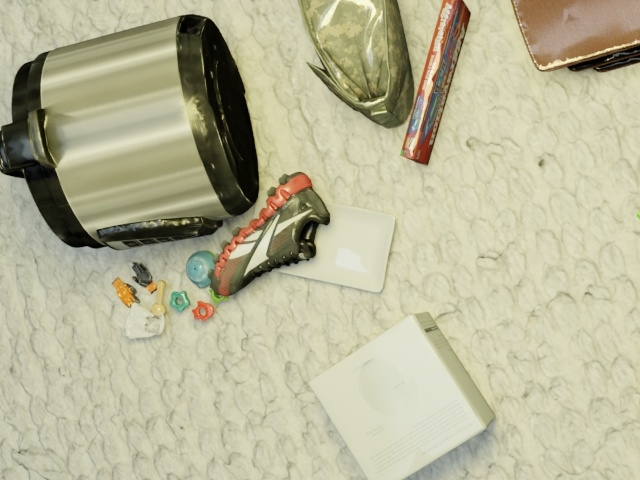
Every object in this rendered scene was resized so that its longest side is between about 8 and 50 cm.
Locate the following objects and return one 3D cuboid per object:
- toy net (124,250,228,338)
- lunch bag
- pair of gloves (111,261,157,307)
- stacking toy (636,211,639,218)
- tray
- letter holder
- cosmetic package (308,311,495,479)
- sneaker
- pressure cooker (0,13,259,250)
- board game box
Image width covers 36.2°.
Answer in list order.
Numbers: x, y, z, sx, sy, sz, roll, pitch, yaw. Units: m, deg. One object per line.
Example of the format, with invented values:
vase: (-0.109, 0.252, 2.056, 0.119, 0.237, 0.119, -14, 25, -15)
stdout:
toy net: (-0.274, 0.125, 1.883, 0.232, 0.045, 0.122, -40, 80, 15)
lunch bag: (0.065, -0.332, 1.677, 0.169, 0.235, 0.287, -16, 84, 12)
pair of gloves: (-0.367, 0.088, 1.928, 0.083, 0.010, 0.074, -41, 77, 12)
stacking toy: (0.642, -0.062, 1.563, 0.221, 0.052, 0.167, -46, 76, -2)
tray: (0.000, 0.000, 1.801, 0.270, 0.030, 0.145, 11, 92, 18)
letter holder: (0.423, -0.431, 1.609, 0.214, 0.152, 0.301, -14, 85, 19)
cosmetic package: (0.143, 0.276, 1.693, 0.224, 0.138, 0.224, -35, 78, 14)
sneaker: (-0.087, 0.013, 1.761, 0.135, 0.097, 0.276, 45, 101, 16)
pressure cooker: (-0.346, -0.179, 1.722, 0.420, 0.370, 0.375, -12, 46, 6)
board game box: (0.199, -0.272, 1.680, 0.027, 0.145, 0.281, 16, 95, 15)
